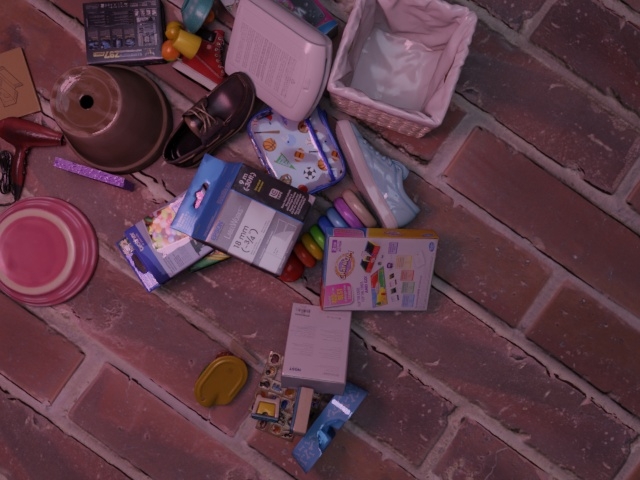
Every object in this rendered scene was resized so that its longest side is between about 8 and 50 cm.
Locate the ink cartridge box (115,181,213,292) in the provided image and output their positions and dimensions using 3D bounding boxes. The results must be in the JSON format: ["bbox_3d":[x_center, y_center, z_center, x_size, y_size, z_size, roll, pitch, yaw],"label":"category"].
[{"bbox_3d":[-0.418,-0.006,1.762,0.311,0.065,0.186,-34,89,2],"label":"ink cartridge box"}]

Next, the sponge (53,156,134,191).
[{"bbox_3d":[-0.660,-0.193,1.813,0.210,0.117,0.031,17,88,0],"label":"sponge"}]

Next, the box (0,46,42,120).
[{"bbox_3d":[-0.947,-0.461,1.863,0.164,0.021,0.201,-18,90,0],"label":"box"}]

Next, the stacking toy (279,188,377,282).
[{"bbox_3d":[0.000,0.000,1.817,0.330,0.141,0.141,-39,90,7],"label":"stacking toy"}]

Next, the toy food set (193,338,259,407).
[{"bbox_3d":[-0.288,0.394,1.842,0.128,0.071,0.218,39,92,-24],"label":"toy food set"}]

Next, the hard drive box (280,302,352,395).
[{"bbox_3d":[-0.010,0.308,1.766,0.181,0.089,0.232,8,53,1],"label":"hard drive box"}]

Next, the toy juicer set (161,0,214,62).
[{"bbox_3d":[-0.367,-0.656,1.799,0.089,0.209,0.329,24,73,-31],"label":"toy juicer set"}]

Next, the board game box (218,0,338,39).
[{"bbox_3d":[-0.126,-0.670,1.825,0.224,0.097,0.303,-40,90,1],"label":"board game box"}]

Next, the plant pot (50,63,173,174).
[{"bbox_3d":[-0.606,-0.358,1.734,0.323,0.280,0.323,0,91,0],"label":"plant pot"}]

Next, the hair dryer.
[{"bbox_3d":[-0.897,-0.257,1.850,0.293,0.080,0.224,-28,105,6],"label":"hair dryer"}]

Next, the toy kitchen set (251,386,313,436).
[{"bbox_3d":[-0.116,0.490,1.741,0.166,0.207,0.122,11,60,1],"label":"toy kitchen set"}]

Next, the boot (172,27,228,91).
[{"bbox_3d":[-0.294,-0.522,1.832,0.244,0.088,0.176,34,88,4],"label":"boot"}]

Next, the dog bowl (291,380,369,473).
[{"bbox_3d":[0.025,0.534,1.794,0.074,0.166,0.297,38,90,12],"label":"dog bowl"}]

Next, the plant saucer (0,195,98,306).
[{"bbox_3d":[-0.835,0.032,1.830,0.332,0.084,0.332,0,90,0],"label":"plant saucer"}]

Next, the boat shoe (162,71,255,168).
[{"bbox_3d":[-0.318,-0.325,1.745,0.132,0.130,0.355,46,117,4],"label":"boat shoe"}]

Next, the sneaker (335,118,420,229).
[{"bbox_3d":[0.173,-0.206,1.815,0.150,0.135,0.366,-29,98,-8],"label":"sneaker"}]

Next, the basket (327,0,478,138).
[{"bbox_3d":[0.219,-0.495,1.739,0.331,0.266,0.328,19,90,1],"label":"basket"}]

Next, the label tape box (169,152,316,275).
[{"bbox_3d":[-0.215,-0.075,1.690,0.333,0.106,0.241,25,82,-6],"label":"label tape box"}]

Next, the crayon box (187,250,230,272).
[{"bbox_3d":[-0.273,-0.054,1.830,0.318,0.081,0.202,-22,89,0],"label":"crayon box"}]

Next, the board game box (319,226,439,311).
[{"bbox_3d":[0.164,0.084,1.771,0.316,0.064,0.242,2,114,-8],"label":"board game box"}]

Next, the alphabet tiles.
[{"bbox_3d":[-0.100,0.477,1.865,0.198,0.009,0.237,21,90,0],"label":"alphabet tiles"}]

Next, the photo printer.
[{"bbox_3d":[-0.109,-0.492,1.680,0.307,0.107,0.256,39,133,19],"label":"photo printer"}]

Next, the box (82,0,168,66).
[{"bbox_3d":[-0.581,-0.616,1.843,0.232,0.059,0.183,-5,90,-1],"label":"box"}]

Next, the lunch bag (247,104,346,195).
[{"bbox_3d":[-0.067,-0.277,1.817,0.243,0.115,0.303,-24,91,-2],"label":"lunch bag"}]
